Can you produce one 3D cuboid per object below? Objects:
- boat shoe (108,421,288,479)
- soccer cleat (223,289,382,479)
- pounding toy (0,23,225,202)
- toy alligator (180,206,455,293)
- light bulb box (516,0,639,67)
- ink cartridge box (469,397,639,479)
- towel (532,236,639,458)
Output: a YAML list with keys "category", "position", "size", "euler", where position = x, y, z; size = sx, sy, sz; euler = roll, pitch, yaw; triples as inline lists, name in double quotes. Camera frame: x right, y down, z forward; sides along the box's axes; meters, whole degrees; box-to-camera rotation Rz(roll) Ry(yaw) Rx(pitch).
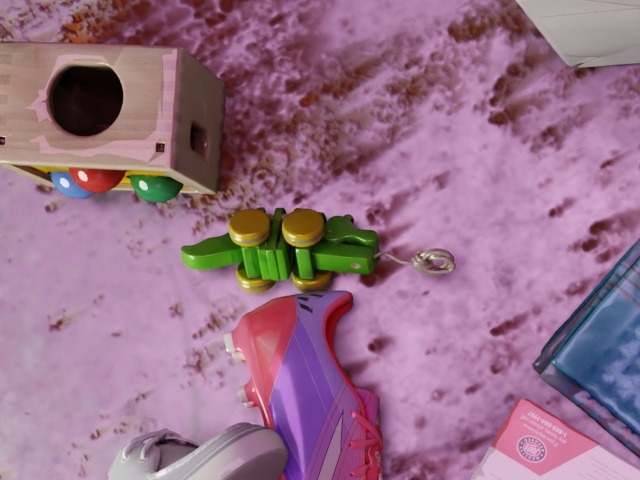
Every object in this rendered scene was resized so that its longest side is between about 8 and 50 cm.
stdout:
- category: "boat shoe"
  position: [-0.113, 0.169, 1.147]
  size: [0.227, 0.079, 0.081]
  euler: [-42, 66, 34]
- category: "soccer cleat"
  position: [0.010, 0.154, 1.164]
  size: [0.095, 0.083, 0.248]
  euler: [-19, 78, 3]
- category: "pounding toy"
  position: [-0.186, -0.081, 1.169]
  size: [0.206, 0.181, 0.094]
  euler: [3, 85, 10]
- category: "toy alligator"
  position: [0.000, 0.000, 1.197]
  size: [0.189, 0.056, 0.051]
  euler: [0, 43, 10]
- category: "light bulb box"
  position: [0.302, -0.313, 1.071]
  size: [0.357, 0.225, 0.361]
  euler: [-2, 83, 16]
- category: "ink cartridge box"
  position: [0.130, 0.216, 1.140]
  size: [0.115, 0.067, 0.198]
  euler: [32, 88, 12]
- category: "towel"
  position: [0.360, 0.094, 1.115]
  size: [0.370, 0.040, 0.271]
  euler: [39, 99, 11]
